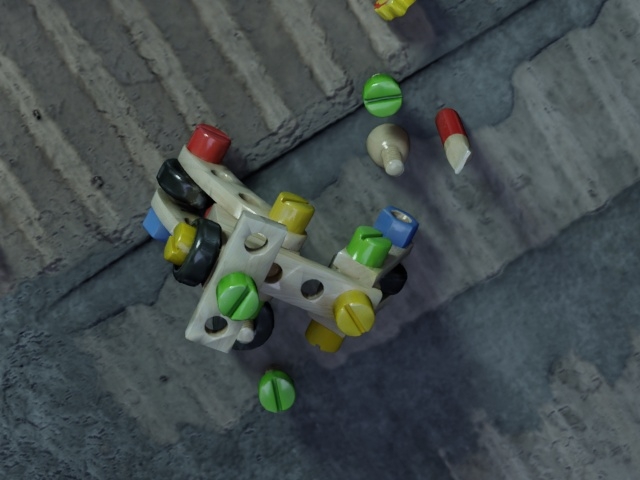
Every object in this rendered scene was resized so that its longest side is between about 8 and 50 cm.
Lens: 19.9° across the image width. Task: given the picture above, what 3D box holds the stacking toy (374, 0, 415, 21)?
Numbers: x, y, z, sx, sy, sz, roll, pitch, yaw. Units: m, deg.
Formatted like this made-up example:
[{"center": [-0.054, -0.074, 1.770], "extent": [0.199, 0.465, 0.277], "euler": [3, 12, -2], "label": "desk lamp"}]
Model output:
[{"center": [0.080, -0.322, 1.574], "extent": [0.221, 0.052, 0.167], "euler": [-44, 107, 10], "label": "stacking toy"}]

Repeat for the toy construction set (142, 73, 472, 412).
[{"center": [0.000, 0.000, 1.580], "extent": [0.309, 0.237, 0.257], "euler": [-38, 107, 9], "label": "toy construction set"}]
